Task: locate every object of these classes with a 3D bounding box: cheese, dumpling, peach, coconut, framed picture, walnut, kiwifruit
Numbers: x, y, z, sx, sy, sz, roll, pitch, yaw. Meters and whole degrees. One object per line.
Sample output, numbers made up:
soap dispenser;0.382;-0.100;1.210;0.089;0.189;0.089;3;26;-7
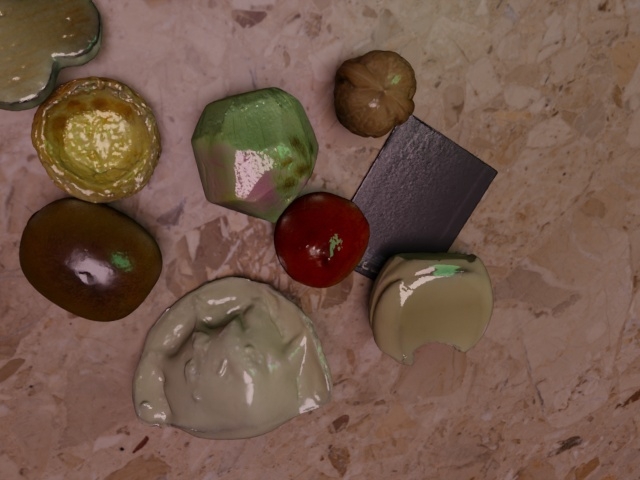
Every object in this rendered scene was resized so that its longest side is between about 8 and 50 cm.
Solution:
cheese;0.234;0.135;1.139;0.266;0.127;0.233;1;107;-12
dumpling;-0.183;0.233;1.081;0.395;0.233;0.316;-11;78;5
peach;0.000;0.000;1.019;0.197;0.197;0.197;-4;108;-12
coconut;-0.112;-0.141;0.948;0.204;0.236;0.236;-8;113;26
framed picture;0.190;-0.062;1.143;0.255;0.014;0.339;27;99;-19
walnut;0.095;-0.262;0.966;0.155;0.184;0.155;-2;103;-9
kiwifruit;-0.401;0.030;0.942;0.234;0.196;0.196;41;95;-15

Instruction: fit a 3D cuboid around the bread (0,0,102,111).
bread;-0.462;-0.313;0.863;0.172;0.064;0.232;37;76;-3

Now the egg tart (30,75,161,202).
egg tart;-0.377;-0.171;0.922;0.212;0.090;0.213;-2;95;-18
